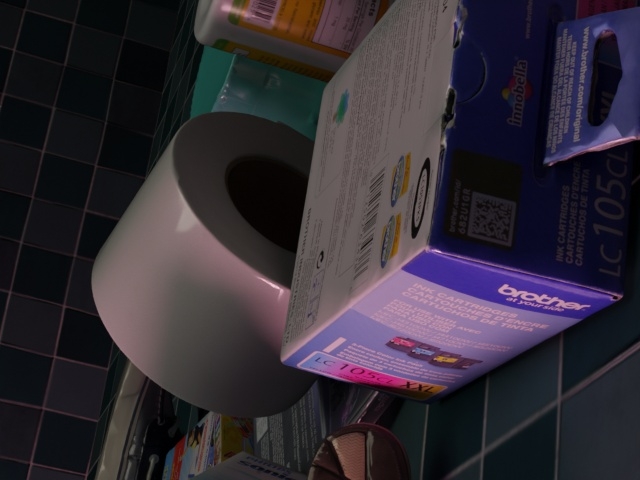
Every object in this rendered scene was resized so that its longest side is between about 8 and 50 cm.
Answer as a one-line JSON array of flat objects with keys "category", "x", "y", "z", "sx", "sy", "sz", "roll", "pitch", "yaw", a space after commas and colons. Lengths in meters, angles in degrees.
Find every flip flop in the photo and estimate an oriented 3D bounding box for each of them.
[{"category": "flip flop", "x": 0.022, "y": 0.285, "z": 1.230, "sx": 0.080, "sy": 0.112, "sz": 0.277, "roll": 7, "pitch": -88, "yaw": -72}]

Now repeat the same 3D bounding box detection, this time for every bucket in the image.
[{"category": "bucket", "x": -0.032, "y": -0.214, "z": 1.763, "sx": 0.281, "sy": 0.183, "sz": 0.281, "roll": -163, "pitch": 90, "yaw": -75}]

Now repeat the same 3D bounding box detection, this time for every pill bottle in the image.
[{"category": "pill bottle", "x": 0.010, "y": -0.227, "z": 1.483, "sx": 0.136, "sy": 0.245, "sz": 0.136, "roll": -165, "pitch": 90, "yaw": -76}]

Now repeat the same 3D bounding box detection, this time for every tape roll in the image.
[{"category": "tape roll", "x": -0.070, "y": 0.022, "z": 1.406, "sx": 0.169, "sy": 0.246, "sz": 0.246, "roll": -53, "pitch": 24, "yaw": 32}]

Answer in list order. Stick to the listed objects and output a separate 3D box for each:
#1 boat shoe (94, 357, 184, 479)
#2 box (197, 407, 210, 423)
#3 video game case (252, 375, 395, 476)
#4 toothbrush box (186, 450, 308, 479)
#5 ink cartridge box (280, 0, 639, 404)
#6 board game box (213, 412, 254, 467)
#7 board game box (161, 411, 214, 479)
[{"category": "boat shoe", "x": -0.209, "y": 0.280, "z": 1.995, "sx": 0.127, "sy": 0.158, "sz": 0.341, "roll": -157, "pitch": 82, "yaw": -82}, {"category": "box", "x": -0.112, "y": 0.121, "z": 2.014, "sx": 0.159, "sy": 0.044, "sz": 0.233, "roll": -102, "pitch": 30, "yaw": -61}, {"category": "video game case", "x": 0.010, "y": 0.144, "z": 1.458, "sx": 0.274, "sy": 0.026, "sz": 0.196, "roll": -54, "pitch": 22, "yaw": 27}, {"category": "toothbrush box", "x": -0.098, "y": 0.326, "z": 1.277, "sx": 0.295, "sy": 0.126, "sz": 0.216, "roll": -12, "pitch": -62, "yaw": -69}, {"category": "ink cartridge box", "x": 0.109, "y": -0.057, "z": 1.115, "sx": 0.395, "sy": 0.151, "sz": 0.270, "roll": 133, "pitch": 148, "yaw": -65}, {"category": "board game box", "x": -0.061, "y": 0.220, "z": 1.588, "sx": 0.154, "sy": 0.103, "sz": 0.026, "roll": -96, "pitch": 25, "yaw": -55}, {"category": "board game box", "x": -0.132, "y": 0.368, "z": 1.749, "sx": 0.302, "sy": 0.086, "sz": 0.308, "roll": 132, "pitch": 150, "yaw": -62}]
